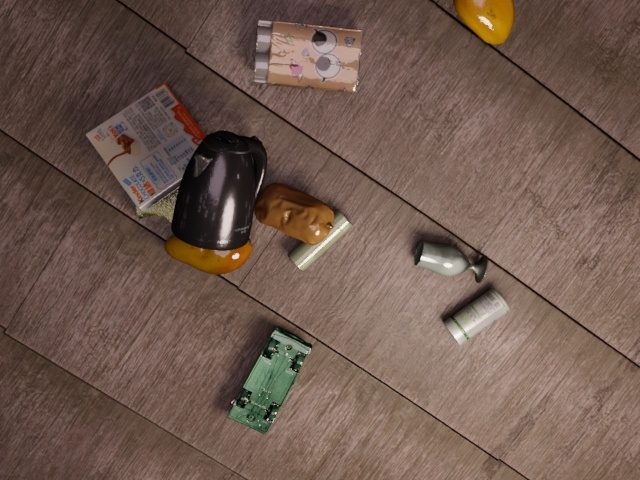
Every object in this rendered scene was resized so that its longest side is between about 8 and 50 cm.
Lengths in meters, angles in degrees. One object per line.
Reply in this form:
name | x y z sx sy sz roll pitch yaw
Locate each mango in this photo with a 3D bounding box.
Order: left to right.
mango | -0.324 0.028 1.578 0.253 0.113 0.138 2 98 0
mango | 0.456 -0.642 1.506 0.145 0.112 0.219 -38 109 4

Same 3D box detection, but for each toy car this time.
toy car | -0.154 0.417 1.646 0.141 0.097 0.320 27 98 -4

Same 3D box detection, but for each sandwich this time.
sandwich | -0.413 -0.149 1.581 0.245 0.063 0.212 -2 102 -1

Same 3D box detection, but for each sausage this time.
sausage | -0.073 -0.074 1.547 0.241 0.120 0.136 28 95 18

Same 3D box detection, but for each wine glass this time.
wine glass | 0.381 0.061 1.610 0.202 0.093 0.092 15 98 -3

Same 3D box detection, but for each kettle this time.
kettle | -0.248 -0.149 1.453 0.207 0.268 0.290 25 113 28

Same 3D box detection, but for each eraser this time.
eraser | -0.035 -0.507 1.520 0.291 0.087 0.171 5 97 -3

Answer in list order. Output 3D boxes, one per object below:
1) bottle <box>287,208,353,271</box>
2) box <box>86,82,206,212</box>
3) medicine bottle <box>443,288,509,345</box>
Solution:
bottle | 0.000 0.000 1.602 0.201 0.072 0.072 -42 97 5
box | -0.459 -0.259 1.507 0.265 0.048 0.273 -35 81 -8
medicine bottle | 0.467 0.229 1.639 0.183 0.086 0.086 -35 97 4
